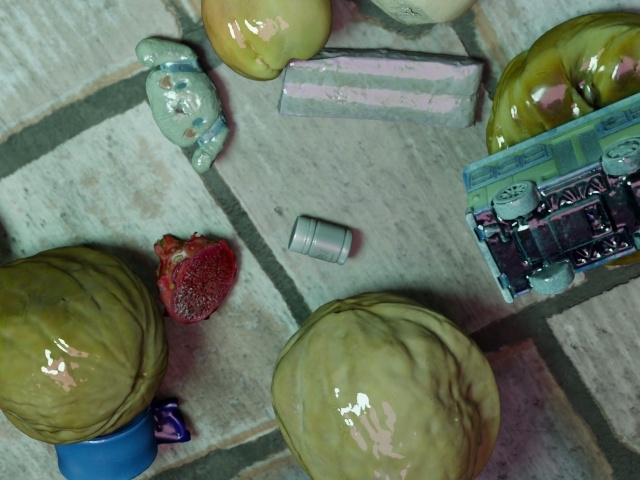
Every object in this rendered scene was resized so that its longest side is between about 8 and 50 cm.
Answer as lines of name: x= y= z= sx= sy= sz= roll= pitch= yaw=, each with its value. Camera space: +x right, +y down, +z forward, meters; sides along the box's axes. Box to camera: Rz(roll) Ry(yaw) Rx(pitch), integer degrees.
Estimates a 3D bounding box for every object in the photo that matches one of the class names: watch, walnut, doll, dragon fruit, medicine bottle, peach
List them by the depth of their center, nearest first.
peach: x=-0.076 y=-0.312 z=1.443 sx=0.184 sy=0.184 sz=0.184 roll=0 pitch=118 yaw=1
doll: x=-0.200 y=-0.203 z=1.558 sx=0.103 sy=0.071 sz=0.214 roll=-23 pitch=107 yaw=-1
walnut: x=-0.392 y=0.155 z=1.619 sx=0.333 sy=0.333 sz=0.333 roll=0 pitch=118 yaw=1
walnut: x=0.100 y=0.257 z=1.636 sx=0.381 sy=0.381 sz=0.381 roll=0 pitch=118 yaw=1
medicine bottle: x=0.000 y=0.000 z=1.667 sx=0.091 sy=0.058 sz=0.058 roll=16 pitch=117 yaw=-8
dragon fruit: x=-0.217 y=0.050 z=1.682 sx=0.111 sy=0.153 sz=0.153 roll=33 pitch=123 yaw=33
watch: x=-0.343 y=0.316 z=1.761 sx=0.196 sy=0.200 sz=0.171 roll=-9 pitch=114 yaw=10

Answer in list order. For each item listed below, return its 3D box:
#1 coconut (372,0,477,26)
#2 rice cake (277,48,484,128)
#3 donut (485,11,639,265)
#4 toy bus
coconut: x=0.146 y=-0.406 z=1.372 sx=0.224 sy=0.224 sz=0.234 roll=28 pitch=121 yaw=-13
rice cake: x=0.087 y=-0.225 z=1.553 sx=0.298 sy=0.050 sz=0.106 roll=4 pitch=117 yaw=-1
donut: x=0.412 y=-0.141 z=1.530 sx=0.360 sy=0.170 sz=0.360 roll=1 pitch=117 yaw=2
toy bus: x=0.352 y=-0.062 z=1.377 sx=0.312 sy=0.190 sz=0.152 roll=-23 pitch=110 yaw=16
